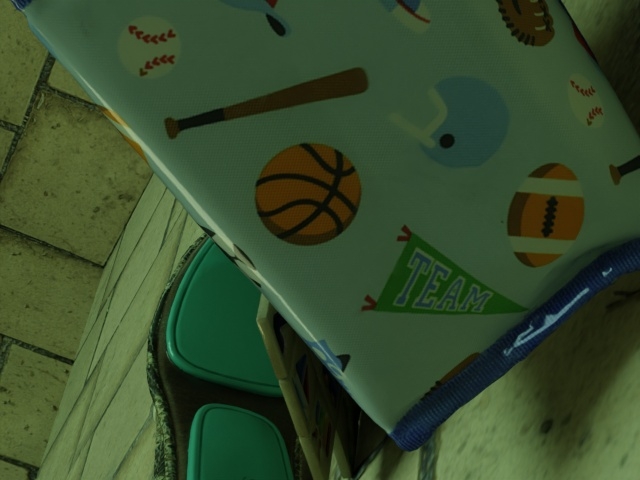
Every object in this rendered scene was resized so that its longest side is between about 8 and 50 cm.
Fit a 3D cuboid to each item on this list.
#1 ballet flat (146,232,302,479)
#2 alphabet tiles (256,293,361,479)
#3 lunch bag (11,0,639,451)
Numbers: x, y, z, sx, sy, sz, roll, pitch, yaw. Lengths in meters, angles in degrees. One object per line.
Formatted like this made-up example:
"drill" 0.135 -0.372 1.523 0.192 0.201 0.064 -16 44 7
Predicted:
"ballet flat" -0.086 0.169 1.268 0.482 0.164 0.182 -89 22 -52
"alphabet tiles" 0.000 0.000 1.124 0.342 0.011 0.285 -81 -21 -47
"lunch bag" 0.013 -0.127 0.873 0.239 0.328 0.385 -35 18 7
